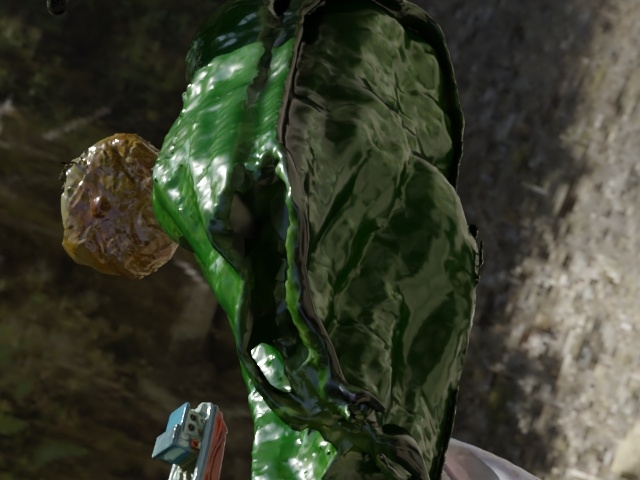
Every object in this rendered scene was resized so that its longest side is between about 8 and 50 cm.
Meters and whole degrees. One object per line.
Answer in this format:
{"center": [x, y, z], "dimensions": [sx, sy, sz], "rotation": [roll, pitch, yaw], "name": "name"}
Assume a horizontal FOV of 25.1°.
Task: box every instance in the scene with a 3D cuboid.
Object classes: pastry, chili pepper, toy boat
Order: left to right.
{"center": [-0.203, -0.035, 1.487], "dimensions": [0.081, 0.153, 0.153], "rotation": [11, -80, -76], "name": "pastry"}
{"center": [-0.141, 0.240, 1.463], "dimensions": [0.069, 0.058, 0.173], "rotation": [-37, 34, 48], "name": "toy boat"}
{"center": [-0.011, 0.002, 0.855], "dimensions": [0.167, 0.213, 0.385], "rotation": [-32, 40, 31], "name": "chili pepper"}

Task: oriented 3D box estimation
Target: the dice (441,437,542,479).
{"center": [0.067, 0.314, 1.012], "dimensions": [0.270, 0.271, 0.270], "rotation": [38, 113, 27], "name": "dice"}

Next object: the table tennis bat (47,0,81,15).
{"center": [-0.116, -0.250, 0.952], "dimensions": [0.236, 0.027, 0.150], "rotation": [-59, 6, 0], "name": "table tennis bat"}
